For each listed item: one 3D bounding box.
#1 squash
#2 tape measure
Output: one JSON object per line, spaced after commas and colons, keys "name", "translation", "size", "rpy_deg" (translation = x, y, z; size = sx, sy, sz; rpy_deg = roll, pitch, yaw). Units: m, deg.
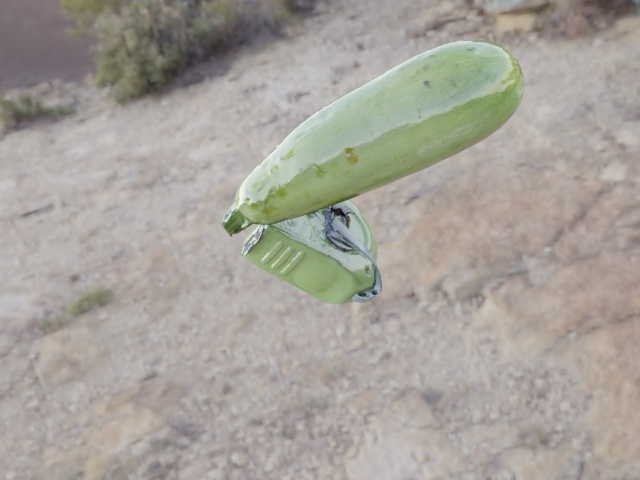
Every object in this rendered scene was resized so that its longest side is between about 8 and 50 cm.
{"name": "squash", "translation": [0.049, -0.111, 1.296], "size": [0.371, 0.118, 0.118], "rpy_deg": [-26, 22, 15]}
{"name": "tape measure", "translation": [0.000, 0.000, 1.444], "size": [0.087, 0.177, 0.154], "rpy_deg": [-44, 24, 33]}
